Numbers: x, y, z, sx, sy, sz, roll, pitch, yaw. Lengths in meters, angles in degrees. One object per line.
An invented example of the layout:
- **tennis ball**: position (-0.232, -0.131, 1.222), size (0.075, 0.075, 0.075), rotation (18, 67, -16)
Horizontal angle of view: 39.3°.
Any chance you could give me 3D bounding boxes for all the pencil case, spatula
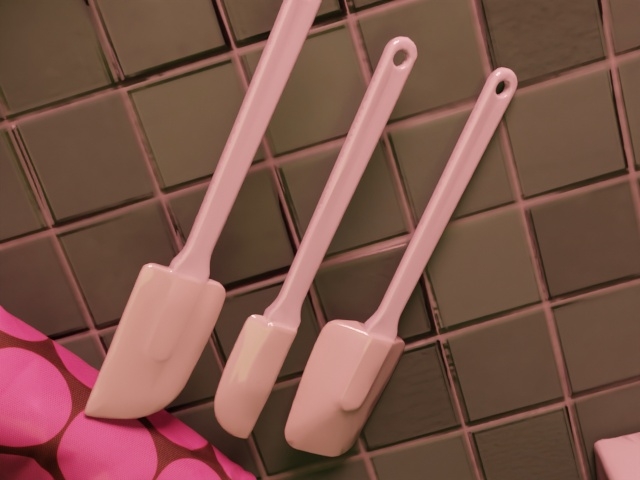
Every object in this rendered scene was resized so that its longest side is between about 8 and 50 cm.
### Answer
- **pencil case**: position (-0.139, 0.114, 0.481), size (0.209, 0.095, 0.098), rotation (39, 105, -16)
- **spatula**: position (0.000, 0.000, 0.460), size (0.168, 0.019, 0.241), rotation (19, 102, -27)

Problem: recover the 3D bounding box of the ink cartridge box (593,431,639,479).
- **ink cartridge box**: position (0.232, 0.242, 0.442), size (0.114, 0.273, 0.196), rotation (-10, 109, 5)
